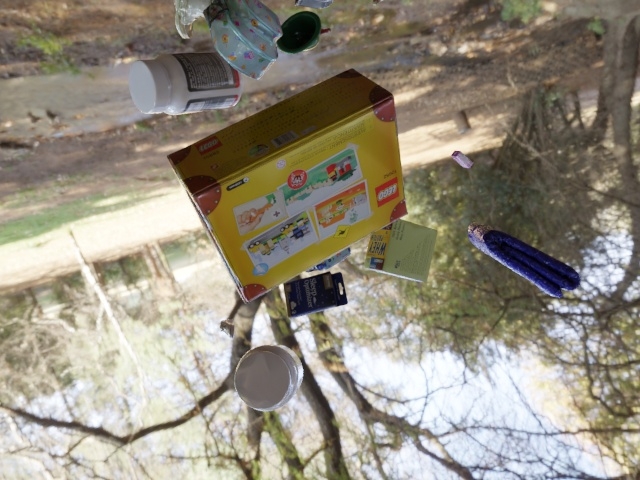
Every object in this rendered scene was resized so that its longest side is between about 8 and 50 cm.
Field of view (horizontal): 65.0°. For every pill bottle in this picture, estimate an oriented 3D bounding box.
[{"bbox_3d":[-0.373,-0.440,1.405,0.161,0.161,0.283,-13,-173,45],"label":"pill bottle"},{"bbox_3d":[-0.125,0.332,1.228,0.153,0.153,0.265,-18,169,-2],"label":"pill bottle"}]

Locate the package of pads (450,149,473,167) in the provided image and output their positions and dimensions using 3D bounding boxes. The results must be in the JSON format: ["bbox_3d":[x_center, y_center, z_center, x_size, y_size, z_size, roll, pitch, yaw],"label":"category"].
[{"bbox_3d":[0.571,-0.328,2.030,0.032,0.083,0.050,-54,-158,-1],"label":"package of pads"}]

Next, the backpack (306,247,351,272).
[{"bbox_3d":[0.000,0.000,1.651,0.158,0.173,0.117,-26,-173,-32],"label":"backpack"}]

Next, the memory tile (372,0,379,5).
[{"bbox_3d":[0.256,-0.970,1.917,0.012,0.113,0.148,23,160,-35],"label":"memory tile"}]

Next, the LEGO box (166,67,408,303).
[{"bbox_3d":[-0.052,-0.130,1.235,0.500,0.373,0.193,-28,-134,-12],"label":"LEGO box"}]

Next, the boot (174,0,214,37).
[{"bbox_3d":[-0.407,-0.772,1.714,0.165,0.077,0.213,14,146,0],"label":"boot"}]

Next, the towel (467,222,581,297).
[{"bbox_3d":[0.461,0.040,1.193,0.227,0.076,0.308,28,-172,7],"label":"towel"}]

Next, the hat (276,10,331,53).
[{"bbox_3d":[-0.040,-0.740,1.898,0.208,0.173,0.183,-34,156,10],"label":"hat"}]

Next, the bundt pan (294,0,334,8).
[{"bbox_3d":[0.021,-0.925,1.661,0.124,0.331,0.331,12,176,-15],"label":"bundt pan"}]

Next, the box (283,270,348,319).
[{"bbox_3d":[-0.020,0.196,1.847,0.225,0.137,0.036,-16,152,8],"label":"box"}]

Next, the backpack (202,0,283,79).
[{"bbox_3d":[-0.172,-0.481,1.172,0.144,0.189,0.165,-29,146,30],"label":"backpack"}]

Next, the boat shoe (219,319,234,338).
[{"bbox_3d":[-0.238,0.222,1.274,0.035,0.035,0.100,6,-171,-17],"label":"boat shoe"}]

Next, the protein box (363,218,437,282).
[{"bbox_3d":[0.294,0.032,1.852,0.201,0.200,0.136,15,176,-25],"label":"protein box"}]
